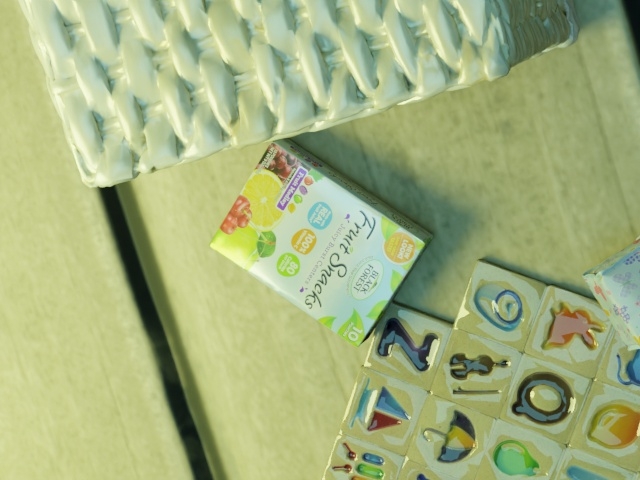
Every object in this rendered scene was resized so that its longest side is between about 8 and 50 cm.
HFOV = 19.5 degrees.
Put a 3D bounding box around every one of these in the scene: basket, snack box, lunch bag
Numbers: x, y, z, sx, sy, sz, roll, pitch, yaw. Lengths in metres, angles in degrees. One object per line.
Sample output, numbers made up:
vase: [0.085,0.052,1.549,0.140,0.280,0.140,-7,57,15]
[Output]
basket: [-0.030,-0.237,1.266,0.328,0.266,0.331,-14,97,16]
snack box: [0.000,0.000,1.422,0.141,0.037,0.100,34,108,8]
lunch bag: [0.247,0.032,1.369,0.083,0.053,0.071,-33,93,-9]

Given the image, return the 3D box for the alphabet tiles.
alphabet tiles: [0.182,0.182,1.438,0.342,0.011,0.285,20,104,8]
